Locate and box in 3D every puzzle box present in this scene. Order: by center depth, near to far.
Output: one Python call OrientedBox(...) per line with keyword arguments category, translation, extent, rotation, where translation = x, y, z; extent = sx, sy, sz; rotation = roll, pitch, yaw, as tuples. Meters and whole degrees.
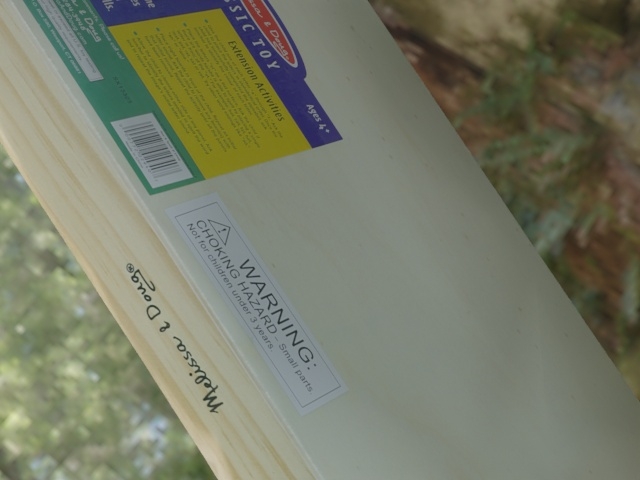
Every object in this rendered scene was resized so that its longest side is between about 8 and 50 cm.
OrientedBox(category="puzzle box", translation=(0.000, 0.000, 0.904), extent=(0.052, 0.409, 0.272), rotation=(-39, -10, 33))
